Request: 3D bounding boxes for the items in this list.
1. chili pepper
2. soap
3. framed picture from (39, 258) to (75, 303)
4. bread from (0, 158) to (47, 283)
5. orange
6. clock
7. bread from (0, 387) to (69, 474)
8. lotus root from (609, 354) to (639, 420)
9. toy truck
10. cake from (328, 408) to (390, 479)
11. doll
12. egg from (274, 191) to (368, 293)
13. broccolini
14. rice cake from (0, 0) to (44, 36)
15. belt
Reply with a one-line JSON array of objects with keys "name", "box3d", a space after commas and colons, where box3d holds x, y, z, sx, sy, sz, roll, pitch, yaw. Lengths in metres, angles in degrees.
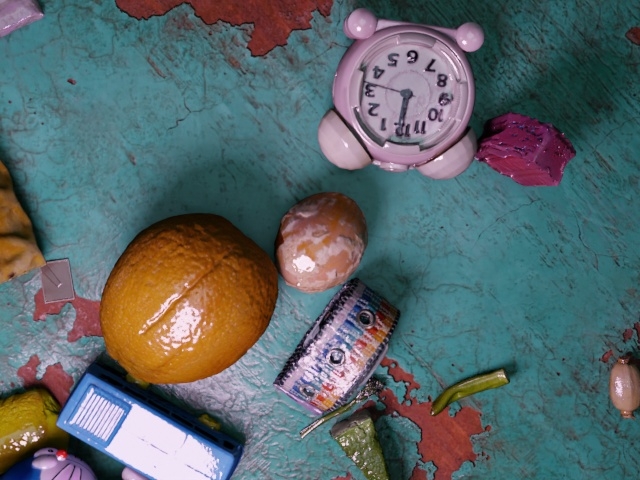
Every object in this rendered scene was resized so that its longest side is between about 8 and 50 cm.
[{"name": "chili pepper", "box3d": [0.326, 0.336, 1.726, 0.202, 0.052, 0.050, -23, 64, -2]}, {"name": "soap", "box3d": [0.427, -0.184, 1.618, 0.162, 0.250, 0.099, 34, 91, -7]}, {"name": "framed picture", "box3d": [-0.568, 0.087, 1.662, 0.066, 0.006, 0.089, -9, 92, -4]}, {"name": "bread", "box3d": [-0.702, -0.013, 1.554, 0.238, 0.196, 0.252, -30, 97, -2]}, {"name": "orange", "box3d": [-0.266, 0.121, 1.540, 0.322, 0.322, 0.357, 43, 94, -5]}, {"name": "clock", "box3d": [0.173, -0.300, 1.633, 0.342, 0.184, 0.326, 6, 96, 0]}, {"name": "bread", "box3d": [-0.720, 0.436, 1.608, 0.383, 0.112, 0.166, -18, 94, -4]}, {"name": "lotus root", "box3d": [0.693, 0.337, 1.752, 0.073, 0.062, 0.150, -5, 91, -5]}, {"name": "toy truck", "box3d": [-0.350, 0.408, 1.615, 0.385, 0.162, 0.161, 32, 88, -6]}, {"name": "cake", "box3d": [0.128, 0.481, 1.689, 0.099, 0.100, 0.235, -38, 94, -2]}, {"name": "doll", "box3d": [-0.501, 0.538, 1.510, 0.310, 0.284, 0.240, 28, 90, -26]}, {"name": "egg", "box3d": [0.000, 0.000, 1.618, 0.195, 0.195, 0.233, 28, 72, -5]}, {"name": "broccolini", "box3d": [0.049, 0.377, 1.718, 0.218, 0.042, 0.044, -36, 96, 3]}, {"name": "rice cake", "box3d": [-0.733, -0.450, 1.607, 0.298, 0.050, 0.106, -28, 94, -3]}, {"name": "belt", "box3d": [0.046, 0.236, 1.621, 0.160, 0.207, 0.295, 35, 86, -3]}]
